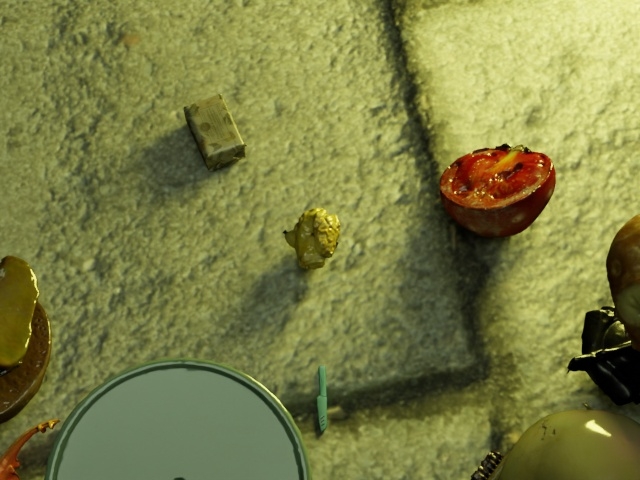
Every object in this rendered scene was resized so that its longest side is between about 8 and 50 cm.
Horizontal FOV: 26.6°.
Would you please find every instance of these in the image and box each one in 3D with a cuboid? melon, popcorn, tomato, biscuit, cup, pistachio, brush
[{"bbox_3d":[0.303,0.340,1.540,0.223,0.223,0.317,5,63,2],"label":"melon"},{"bbox_3d":[0.000,0.000,1.808,0.084,0.084,0.084,0,62,0],"label":"popcorn"},{"bbox_3d":[0.243,-0.058,1.826,0.159,0.091,0.139,14,49,37],"label":"tomato"},{"bbox_3d":[-0.435,0.153,1.730,0.181,0.049,0.208,26,61,13],"label":"biscuit"},{"bbox_3d":[-0.107,0.311,1.469,0.401,0.392,0.310,6,68,-3],"label":"cup"},{"bbox_3d":[-0.410,0.100,1.706,0.089,0.049,0.173,18,53,-19],"label":"pistachio"},{"bbox_3d":[0.157,0.351,1.636,0.036,0.043,0.248,30,67,22],"label":"brush"}]

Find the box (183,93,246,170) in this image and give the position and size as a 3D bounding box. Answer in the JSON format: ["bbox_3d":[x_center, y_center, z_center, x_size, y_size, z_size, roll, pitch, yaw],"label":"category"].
[{"bbox_3d":[-0.147,-0.151,1.895,0.062,0.045,0.098,-23,66,-11],"label":"box"}]

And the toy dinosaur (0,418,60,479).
[{"bbox_3d":[-0.432,0.317,1.637,0.288,0.070,0.117,-23,76,-8],"label":"toy dinosaur"}]

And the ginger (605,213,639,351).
[{"bbox_3d":[0.477,0.160,1.588,0.418,0.176,0.254,51,44,-8],"label":"ginger"}]

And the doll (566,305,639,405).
[{"bbox_3d":[0.427,0.140,1.729,0.249,0.088,0.127,-14,42,-18],"label":"doll"}]

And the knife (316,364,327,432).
[{"bbox_3d":[0.002,0.202,1.732,0.014,0.005,0.091,-1,63,-2],"label":"knife"}]
